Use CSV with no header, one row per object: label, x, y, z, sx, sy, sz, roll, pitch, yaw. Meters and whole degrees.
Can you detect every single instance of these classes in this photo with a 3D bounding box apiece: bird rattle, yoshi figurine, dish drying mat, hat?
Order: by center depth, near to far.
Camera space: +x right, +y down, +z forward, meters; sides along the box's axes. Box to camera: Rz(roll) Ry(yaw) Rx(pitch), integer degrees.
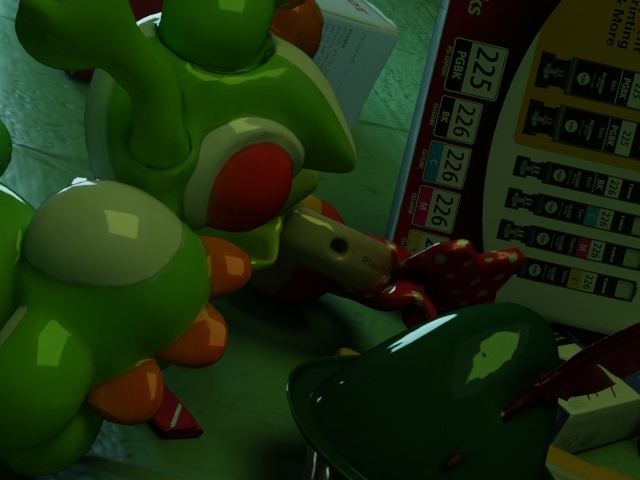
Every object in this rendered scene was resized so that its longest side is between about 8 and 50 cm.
yoshi figurine,-0.130,-0.049,0.864,0.203,0.203,0.362,46,53,-30
hat,0.108,0.048,0.879,0.208,0.183,0.173,6,30,-45
dish drying mat,-0.103,0.088,0.919,0.032,0.008,0.083,3,32,-46
bird rattle,0.000,0.000,1.075,0.254,0.143,0.207,15,-1,-20

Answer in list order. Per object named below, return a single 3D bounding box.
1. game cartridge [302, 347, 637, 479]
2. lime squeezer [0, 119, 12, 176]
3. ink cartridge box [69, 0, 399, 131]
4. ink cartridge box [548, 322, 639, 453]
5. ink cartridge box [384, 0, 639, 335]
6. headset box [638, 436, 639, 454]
game cartridge,0.140,0.198,0.890,0.324,0.052,0.285,23,21,-6
lime squeezer,-0.278,-0.074,1.054,0.110,0.059,0.310,-24,49,-26
ink cartridge box,-0.114,-0.223,1.469,0.306,0.131,0.226,13,24,-35
ink cartridge box,0.190,0.107,1.170,0.097,0.046,0.207,40,23,29
ink cartridge box,0.212,-0.095,1.211,0.272,0.309,0.130,12,10,-1
headset box,0.283,0.146,1.167,0.083,0.062,0.032,28,20,0
